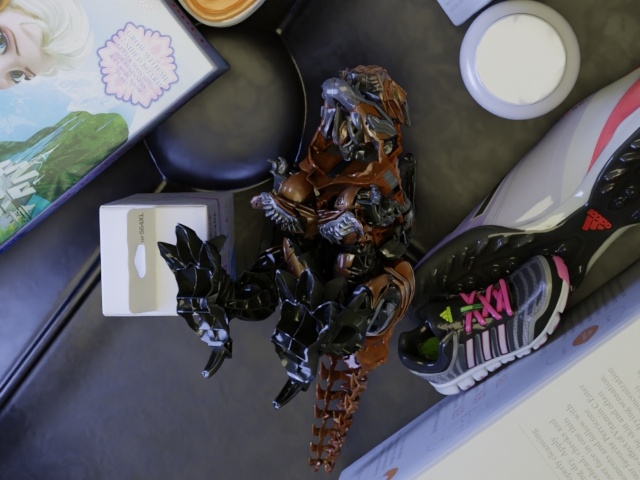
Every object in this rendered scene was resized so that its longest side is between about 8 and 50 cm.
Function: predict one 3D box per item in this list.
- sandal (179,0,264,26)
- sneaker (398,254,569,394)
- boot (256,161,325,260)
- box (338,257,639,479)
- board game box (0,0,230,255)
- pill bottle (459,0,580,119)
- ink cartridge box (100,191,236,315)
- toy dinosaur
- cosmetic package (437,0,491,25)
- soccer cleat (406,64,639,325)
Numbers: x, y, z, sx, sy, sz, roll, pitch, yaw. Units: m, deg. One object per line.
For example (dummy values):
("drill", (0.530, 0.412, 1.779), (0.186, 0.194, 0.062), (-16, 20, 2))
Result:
("sandal", (-0.037, -0.297, 1.374), (0.102, 0.076, 0.265), (39, 99, 1))
("sneaker", (0.125, 0.064, 1.337), (0.075, 0.063, 0.170), (21, 135, -33))
("boot", (0.000, 0.000, 1.421), (0.099, 0.045, 0.121), (12, 100, 4))
("box", (0.188, 0.180, 1.334), (0.345, 0.215, 0.168), (-36, 92, 10))
("board game box", (-0.299, -0.171, 1.424), (0.318, 0.066, 0.318), (-39, 91, 9))
("pill bottle", (0.158, -0.144, 1.322), (0.094, 0.169, 0.094), (1, 97, 6))
("ink cartridge box", (-0.126, 0.011, 1.386), (0.090, 0.143, 0.092), (-1, 97, 7))
("toy dinosaur", (0.015, 0.031, 1.325), (0.164, 0.218, 0.321), (-9, 98, 41))
("cosmetic package", (0.130, -0.295, 1.298), (0.151, 0.151, 0.183), (-37, 92, -13))
("soccer cleat", (0.196, -0.036, 1.378), (0.109, 0.116, 0.318), (37, 119, -28))
